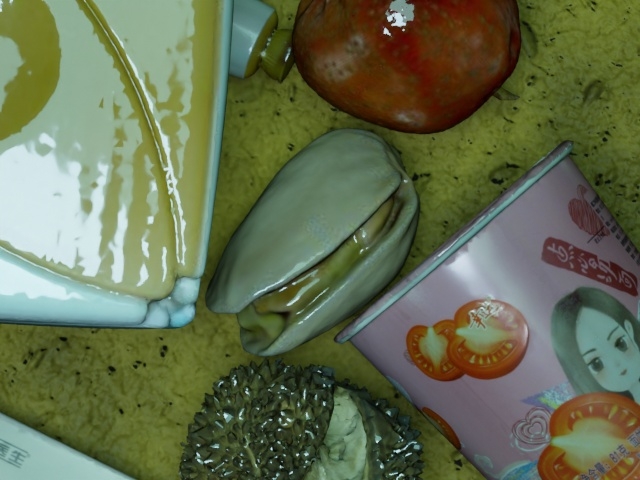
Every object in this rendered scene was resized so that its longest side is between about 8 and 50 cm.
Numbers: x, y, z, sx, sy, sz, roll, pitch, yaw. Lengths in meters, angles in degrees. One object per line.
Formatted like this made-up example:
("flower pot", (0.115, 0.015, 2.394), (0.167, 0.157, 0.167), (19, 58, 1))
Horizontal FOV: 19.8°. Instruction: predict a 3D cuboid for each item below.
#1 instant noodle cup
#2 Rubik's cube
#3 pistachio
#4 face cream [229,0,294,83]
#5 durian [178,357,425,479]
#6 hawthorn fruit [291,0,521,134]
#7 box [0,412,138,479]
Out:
("instant noodle cup", (0.172, 0.084, 1.411), (0.243, 0.243, 0.231), (-39, 88, -12))
("Rubik's cube", (-0.249, -0.116, 1.338), (0.352, 0.351, 0.347), (5, 88, -10))
("pistachio", (0.000, 0.000, 1.457), (0.126, 0.152, 0.223), (54, 51, -23))
("face cream", (-0.105, -0.189, 1.551), (0.182, 0.051, 0.072), (23, 76, 4))
("durian", (-0.021, 0.167, 1.394), (0.196, 0.196, 0.167), (38, 97, 7))
("hawthorn fruit", (0.084, -0.165, 1.505), (0.200, 0.179, 0.179), (35, 73, -28))
("box", (-0.190, 0.283, 1.413), (0.353, 0.069, 0.214), (26, 75, 2))
